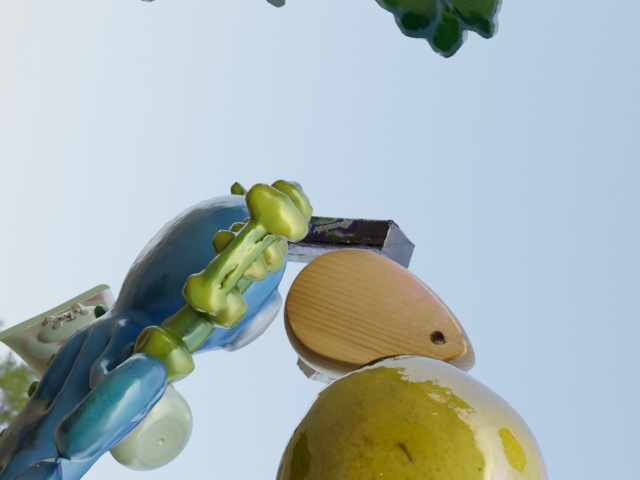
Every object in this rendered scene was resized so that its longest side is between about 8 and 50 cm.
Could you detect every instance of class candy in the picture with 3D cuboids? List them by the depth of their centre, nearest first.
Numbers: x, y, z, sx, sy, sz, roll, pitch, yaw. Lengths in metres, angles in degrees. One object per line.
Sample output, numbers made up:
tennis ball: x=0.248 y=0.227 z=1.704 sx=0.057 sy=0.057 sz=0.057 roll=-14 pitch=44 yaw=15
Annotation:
candy: x=0.000 y=0.000 z=1.599 sx=0.312 sy=0.088 sz=0.061 roll=5 pitch=-118 yaw=38

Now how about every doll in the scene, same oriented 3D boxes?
doll: x=-0.115 y=0.079 z=0.671 sx=0.341 sy=0.099 sz=0.346 roll=-52 pitch=-168 yaw=-17

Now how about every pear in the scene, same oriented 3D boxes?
pear: x=0.098 y=0.280 z=0.997 sx=0.285 sy=0.284 sz=0.336 roll=-62 pitch=-153 yaw=23

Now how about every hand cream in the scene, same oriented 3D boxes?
hand cream: x=-0.243 y=0.144 z=1.123 sx=0.306 sy=0.147 sz=0.093 roll=34 pitch=-36 yaw=48

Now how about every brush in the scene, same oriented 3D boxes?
brush: x=0.083 y=0.133 z=1.336 sx=0.266 sy=0.166 sz=0.174 roll=22 pitch=-114 yaw=24

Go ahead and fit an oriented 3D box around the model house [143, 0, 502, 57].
model house: x=0.041 y=-0.241 z=0.701 sx=0.313 sy=0.242 sz=0.358 roll=43 pitch=-26 yaw=15
